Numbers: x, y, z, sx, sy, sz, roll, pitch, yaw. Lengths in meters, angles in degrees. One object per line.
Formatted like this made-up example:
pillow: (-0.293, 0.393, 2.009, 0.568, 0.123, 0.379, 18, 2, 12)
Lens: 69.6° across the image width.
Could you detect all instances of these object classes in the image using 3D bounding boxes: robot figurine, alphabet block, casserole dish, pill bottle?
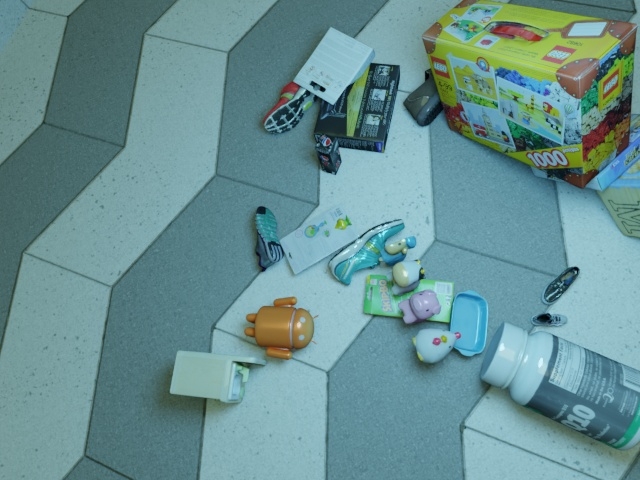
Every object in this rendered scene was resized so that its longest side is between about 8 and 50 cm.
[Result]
robot figurine: (-0.114, 0.259, 1.384, 0.220, 0.128, 0.158, 2, 35, 10)
alphabet block: (0.925, -0.135, 1.266, 0.192, 0.193, 0.197, -39, 104, -3)
casserole dish: (0.423, 0.238, 1.334, 0.114, 0.037, 0.188, 14, 73, -10)
pill bottle: (0.621, 0.361, 1.189, 0.361, 0.204, 0.204, 23, 77, 16)

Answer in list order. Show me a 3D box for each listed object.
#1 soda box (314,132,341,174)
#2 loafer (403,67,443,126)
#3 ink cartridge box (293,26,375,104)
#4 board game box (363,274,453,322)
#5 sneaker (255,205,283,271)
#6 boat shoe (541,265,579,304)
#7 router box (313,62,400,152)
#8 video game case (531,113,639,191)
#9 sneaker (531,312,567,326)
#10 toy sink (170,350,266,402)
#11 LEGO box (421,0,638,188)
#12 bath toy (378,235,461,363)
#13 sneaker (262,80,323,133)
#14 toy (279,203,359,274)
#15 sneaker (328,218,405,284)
soda box: (0.028, -0.281, 1.511, 0.053, 0.169, 0.060, 20, 77, 14)
loafer: (0.414, -0.559, 1.555, 0.130, 0.134, 0.366, 39, 82, 18)
ink cartridge box: (0.047, -0.597, 1.595, 0.189, 0.066, 0.232, 36, 96, 19)
board game box: (0.266, 0.175, 1.397, 0.260, 0.039, 0.124, 6, 73, 8)
sneaker: (-0.193, -0.009, 1.513, 0.098, 0.083, 0.223, -41, 48, 31)
boat shoe: (0.696, 0.127, 1.337, 0.049, 0.040, 0.142, 42, 83, 19)
router box: (0.131, -0.470, 1.602, 0.243, 0.081, 0.308, 11, 74, 13)
video game case: (0.812, -0.270, 1.357, 0.270, 0.244, 0.061, -40, 115, -4)
sneaker: (0.652, 0.223, 1.298, 0.098, 0.069, 0.038, -7, 72, 7)
toy sink: (-0.293, 0.404, 1.355, 0.235, 0.152, 0.131, 3, 73, 9)
LEGO box: (0.558, -0.417, 1.268, 0.193, 0.372, 0.500, -42, 45, -5)
bath toy: (0.281, 0.168, 1.298, 0.129, 0.151, 0.348, -26, 71, 17)
sneaker: (-0.111, -0.496, 1.656, 0.118, 0.107, 0.279, 35, 75, 33)
toy: (0.000, 0.000, 1.481, 0.237, 0.056, 0.136, -33, 62, 11)
sneaker: (0.154, 0.030, 1.444, 0.275, 0.107, 0.110, -38, 90, 1)
